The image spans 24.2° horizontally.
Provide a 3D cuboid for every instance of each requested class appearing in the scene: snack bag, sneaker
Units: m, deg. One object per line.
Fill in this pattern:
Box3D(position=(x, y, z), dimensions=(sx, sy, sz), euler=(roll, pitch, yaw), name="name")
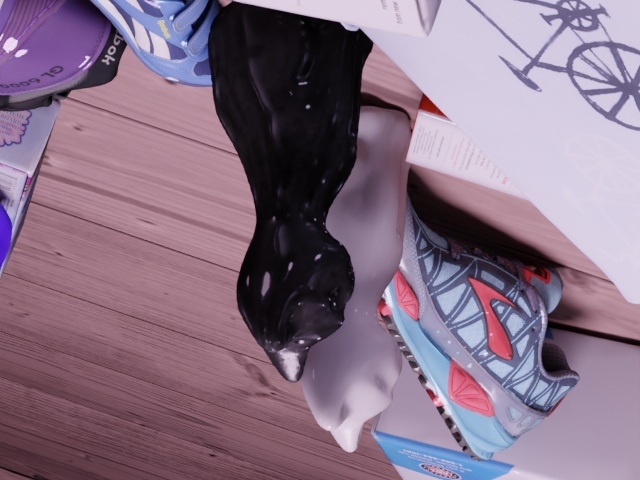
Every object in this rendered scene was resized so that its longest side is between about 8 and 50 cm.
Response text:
Box3D(position=(0.176, -0.079, 0.687), dimensions=(0.323, 0.037, 0.342), euler=(42, 153, -22), name="snack bag")
Box3D(position=(0.105, 0.036, 1.068), dimensions=(0.262, 0.125, 0.104), euler=(58, -177, -36), name="sneaker")
Box3D(position=(-0.223, -0.113, 0.936), dimensions=(0.124, 0.107, 0.283), euler=(21, 168, -35), name="sneaker")
Box3D(position=(-0.083, -0.133, 0.837), dimensions=(0.059, 0.053, 0.144), euler=(0, 153, 36), name="sneaker")

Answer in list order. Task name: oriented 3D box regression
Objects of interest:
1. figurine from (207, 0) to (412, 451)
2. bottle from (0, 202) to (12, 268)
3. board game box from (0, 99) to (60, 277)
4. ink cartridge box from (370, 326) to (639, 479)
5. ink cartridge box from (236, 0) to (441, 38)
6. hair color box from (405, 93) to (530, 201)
Box3D(position=(0.000, 0.000, 0.854), dimensions=(0.092, 0.210, 0.215), euler=(-6, 153, 13), name="figurine")
Box3D(position=(-0.368, -0.012, 1.139), dimensions=(0.282, 0.092, 0.118), euler=(3, 154, 36), name="bottle")
Box3D(position=(-0.380, -0.091, 1.181), dimensions=(0.318, 0.066, 0.318), euler=(23, 159, -10), name="board game box")
Box3D(position=(0.195, 0.185, 1.283), dimensions=(0.223, 0.129, 0.307), euler=(11, 158, 21), name="ink cartridge box")
Box3D(position=(-0.033, -0.171, 0.572), dimensions=(0.190, 0.140, 0.082), euler=(13, 161, 17), name="ink cartridge box")
Box3D(position=(0.125, -0.056, 0.861), dimensions=(0.141, 0.043, 0.072), euler=(19, 159, 3), name="hair color box")
